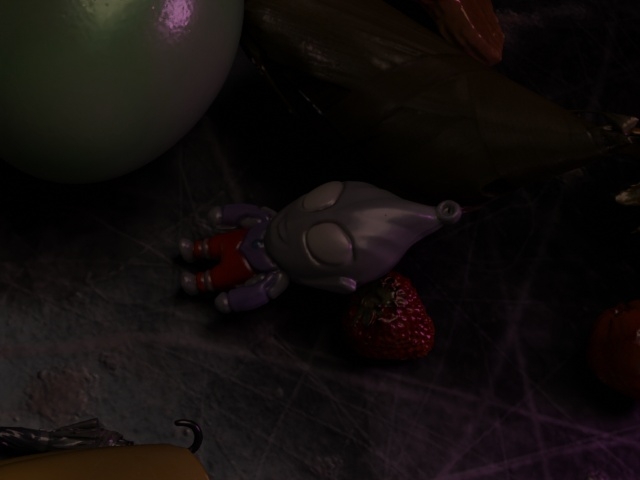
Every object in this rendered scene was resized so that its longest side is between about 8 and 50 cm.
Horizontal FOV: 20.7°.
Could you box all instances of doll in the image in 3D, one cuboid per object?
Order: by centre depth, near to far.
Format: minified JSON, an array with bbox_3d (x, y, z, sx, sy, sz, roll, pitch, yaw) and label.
[{"bbox_3d":[0.000,0.000,1.387,0.227,0.075,0.102,-10,61,11],"label":"doll"}]

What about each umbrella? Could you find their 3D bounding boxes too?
[{"bbox_3d":[-0.218,0.151,1.274,0.269,0.044,0.044,2,96,-13],"label":"umbrella"}]

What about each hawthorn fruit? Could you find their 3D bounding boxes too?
[{"bbox_3d":[0.270,0.095,1.471,0.093,0.093,0.093,10,56,-15],"label":"hawthorn fruit"}]

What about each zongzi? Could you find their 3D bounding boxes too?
[{"bbox_3d":[0.080,-0.139,1.386,0.123,0.289,0.260,-42,99,-32],"label":"zongzi"}]

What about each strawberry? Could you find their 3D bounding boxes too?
[{"bbox_3d":[0.056,0.066,1.418,0.083,0.073,0.073,40,43,-40],"label":"strawberry"}]

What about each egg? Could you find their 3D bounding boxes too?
[{"bbox_3d":[-0.176,-0.171,1.376,0.220,0.220,0.270,29,59,-1],"label":"egg"}]

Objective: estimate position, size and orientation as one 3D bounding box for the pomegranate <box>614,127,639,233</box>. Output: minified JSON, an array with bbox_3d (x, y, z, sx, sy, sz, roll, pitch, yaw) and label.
[{"bbox_3d":[0.379,-0.055,1.529,0.256,0.221,0.221,6,56,-5],"label":"pomegranate"}]

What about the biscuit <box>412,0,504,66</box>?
[{"bbox_3d":[0.066,-0.323,1.592,0.376,0.051,0.269,63,25,2],"label":"biscuit"}]

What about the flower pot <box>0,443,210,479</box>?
[{"bbox_3d":[-0.159,0.222,1.165,0.179,0.195,0.195,-18,66,-44],"label":"flower pot"}]
